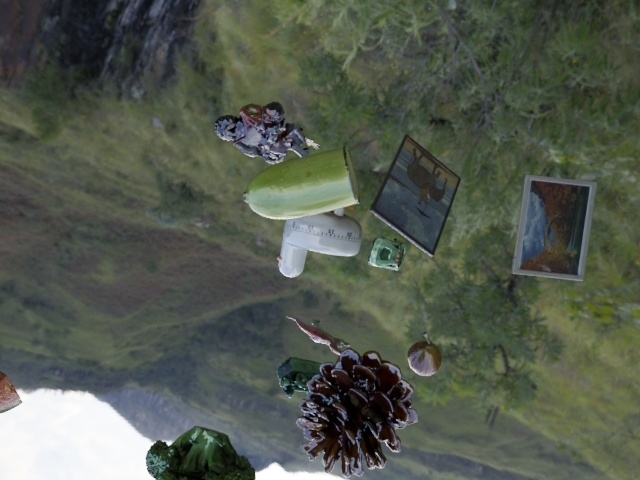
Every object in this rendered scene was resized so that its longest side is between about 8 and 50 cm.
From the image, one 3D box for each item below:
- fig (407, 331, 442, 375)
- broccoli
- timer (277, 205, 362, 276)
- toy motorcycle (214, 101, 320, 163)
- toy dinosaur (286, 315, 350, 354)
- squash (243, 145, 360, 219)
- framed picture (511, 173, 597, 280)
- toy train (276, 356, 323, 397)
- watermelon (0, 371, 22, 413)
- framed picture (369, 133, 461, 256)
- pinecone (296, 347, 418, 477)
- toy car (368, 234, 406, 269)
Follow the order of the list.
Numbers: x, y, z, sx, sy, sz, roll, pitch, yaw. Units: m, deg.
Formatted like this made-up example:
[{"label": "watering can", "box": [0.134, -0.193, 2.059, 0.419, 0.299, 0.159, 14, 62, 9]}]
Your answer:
[{"label": "fig", "box": [0.268, 0.282, 1.430, 0.088, 0.089, 0.125, 22, 140, 16]}, {"label": "broccoli", "box": [-0.392, 0.799, 1.911, 0.413, 0.310, 0.321, 3, 131, 36]}, {"label": "timer", "box": [0.000, 0.000, 1.652, 0.233, 0.240, 0.233, 11, -176, -1]}, {"label": "toy motorcycle", "box": [-0.135, -0.334, 1.824, 0.401, 0.207, 0.134, 25, -141, -44]}, {"label": "toy dinosaur", "box": [-0.016, 0.300, 1.845, 0.242, 0.053, 0.167, 27, -173, 12]}, {"label": "squash", "box": [-0.045, -0.116, 1.237, 0.247, 0.133, 0.132, -12, 174, 7]}, {"label": "framed picture", "box": [0.576, -0.032, 1.402, 0.184, 0.250, 0.016, 7, -176, -2]}, {"label": "toy train", "box": [-0.040, 0.351, 1.454, 0.172, 0.070, 0.100, 22, -140, -44]}, {"label": "watermelon", "box": [-0.682, 0.308, 1.168, 0.125, 0.094, 0.135, 56, -167, -6]}, {"label": "framed picture", "box": [0.319, -0.152, 1.850, 0.265, 0.347, 0.016, 37, 149, -15]}, {"label": "pinecone", "box": [0.071, 0.377, 1.202, 0.264, 0.264, 0.264, 22, 179, 0]}, {"label": "toy car", "box": [0.198, 0.038, 1.600, 0.058, 0.094, 0.186, 18, -177, 37]}]
